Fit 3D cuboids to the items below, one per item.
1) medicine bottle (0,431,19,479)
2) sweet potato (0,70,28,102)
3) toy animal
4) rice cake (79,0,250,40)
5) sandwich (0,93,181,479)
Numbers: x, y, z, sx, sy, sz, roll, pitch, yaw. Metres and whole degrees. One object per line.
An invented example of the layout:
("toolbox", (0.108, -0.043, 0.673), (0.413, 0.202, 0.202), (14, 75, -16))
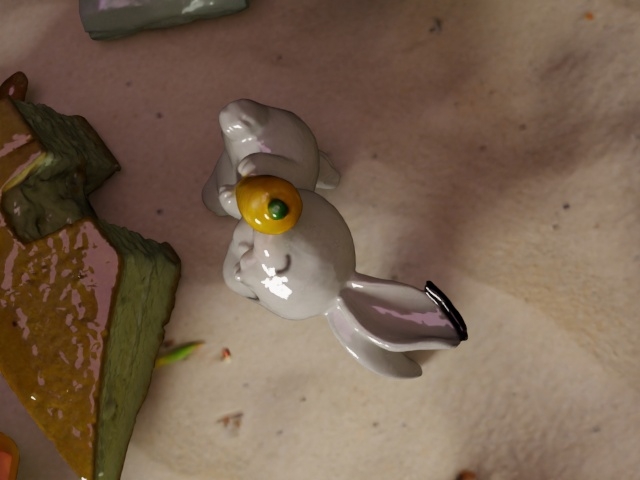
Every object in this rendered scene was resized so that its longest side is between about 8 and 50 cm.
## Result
("medicine bottle", (-0.272, 0.215, 1.057), (0.149, 0.112, 0.222), (11, 79, -16))
("sweet potato", (-0.265, -0.052, 1.175), (0.179, 0.044, 0.044), (-42, 73, -7))
("toy animal", (0.000, 0.000, 1.063), (0.127, 0.131, 0.181), (-8, 56, -26))
("rice cake", (-0.110, -0.254, 1.185), (0.127, 0.043, 0.237), (-7, 76, 11))
("sandwich", (-0.159, 0.032, 1.094), (0.128, 0.122, 0.235), (-36, 75, 6))
